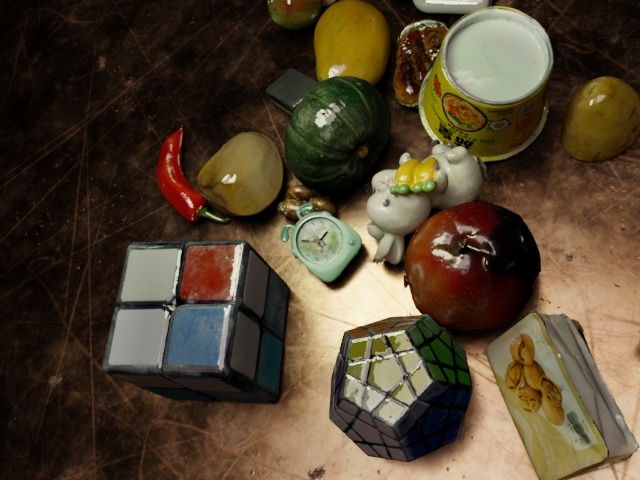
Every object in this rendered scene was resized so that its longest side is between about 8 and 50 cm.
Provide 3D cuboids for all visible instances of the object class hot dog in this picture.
[{"bbox_3d":[0.276,-0.474,1.858,0.163,0.082,0.270,-3,67,15],"label":"hot dog"}]

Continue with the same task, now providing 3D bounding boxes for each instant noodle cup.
[{"bbox_3d":[0.400,-0.379,1.646,0.325,0.254,0.325,-1,75,5],"label":"instant noodle cup"}]

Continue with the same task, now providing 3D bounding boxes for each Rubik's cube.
[{"bbox_3d":[-0.273,0.197,1.628,0.316,0.318,0.313,-1,67,17],"label":"Rubik's cube"},{"bbox_3d":[0.165,0.305,1.466,0.319,0.319,0.264,-45,35,-3],"label":"Rubik's cube"}]

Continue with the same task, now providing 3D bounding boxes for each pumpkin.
[{"bbox_3d":[0.037,-0.265,1.731,0.207,0.300,0.300,37,83,21],"label":"pumpkin"}]

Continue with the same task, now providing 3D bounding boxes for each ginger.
[{"bbox_3d":[-0.025,-0.088,1.803,0.162,0.073,0.103,24,94,12],"label":"ginger"}]

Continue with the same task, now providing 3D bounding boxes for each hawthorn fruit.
[{"bbox_3d":[0.333,0.056,1.505,0.316,0.316,0.316,-7,67,16],"label":"hawthorn fruit"}]

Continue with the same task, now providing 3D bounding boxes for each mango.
[{"bbox_3d":[0.082,-0.514,1.870,0.211,0.173,0.317,10,59,0],"label":"mango"}]

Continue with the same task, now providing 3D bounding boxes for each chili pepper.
[{"bbox_3d":[-0.386,-0.173,1.948,0.137,0.092,0.368,-26,65,-6],"label":"chili pepper"}]

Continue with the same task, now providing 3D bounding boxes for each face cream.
[{"bbox_3d":[0.334,-0.694,1.934,0.291,0.071,0.144,7,70,20],"label":"face cream"}]

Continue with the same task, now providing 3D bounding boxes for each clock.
[{"bbox_3d":[0.000,0.000,1.727,0.188,0.060,0.148,41,91,5],"label":"clock"}]

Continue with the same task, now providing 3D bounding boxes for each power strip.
[{"bbox_3d":[-0.061,-0.392,1.880,0.105,0.070,0.256,-41,30,-1],"label":"power strip"}]

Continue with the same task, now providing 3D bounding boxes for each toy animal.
[{"bbox_3d":[0.226,-0.102,1.642,0.310,0.247,0.183,-35,52,-10],"label":"toy animal"}]

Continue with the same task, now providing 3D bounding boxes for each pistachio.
[{"bbox_3d":[-0.196,-0.182,1.855,0.213,0.163,0.260,26,63,5],"label":"pistachio"}]

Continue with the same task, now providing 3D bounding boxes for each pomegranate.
[{"bbox_3d":[-0.052,-0.704,2.027,0.210,0.180,0.180,-8,60,-25],"label":"pomegranate"}]

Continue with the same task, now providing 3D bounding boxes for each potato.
[{"bbox_3d":[0.658,-0.303,1.625,0.203,0.158,0.178,-25,62,11],"label":"potato"}]

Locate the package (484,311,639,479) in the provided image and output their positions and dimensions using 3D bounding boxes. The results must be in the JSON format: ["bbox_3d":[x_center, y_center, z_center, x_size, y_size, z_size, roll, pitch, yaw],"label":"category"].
[{"bbox_3d":[0.505,0.318,1.436,0.165,0.221,0.311,-3,58,-27],"label":"package"}]
